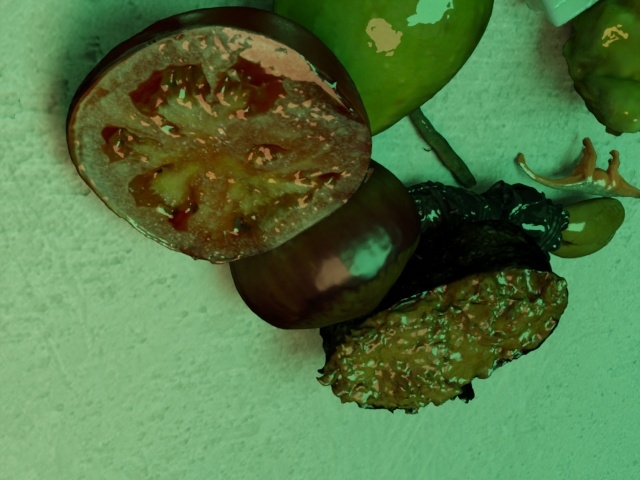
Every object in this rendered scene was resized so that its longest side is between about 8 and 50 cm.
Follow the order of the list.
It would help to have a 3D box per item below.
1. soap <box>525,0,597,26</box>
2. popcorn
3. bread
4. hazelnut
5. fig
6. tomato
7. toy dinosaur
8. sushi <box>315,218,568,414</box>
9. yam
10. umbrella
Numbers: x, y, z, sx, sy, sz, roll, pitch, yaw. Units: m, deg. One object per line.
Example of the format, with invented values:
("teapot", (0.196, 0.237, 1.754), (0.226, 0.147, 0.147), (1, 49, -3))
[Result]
("soap", (0.322, -0.428, 1.806), (0.145, 0.091, 0.230), (-36, 130, -1))
("popcorn", (0.498, -0.285, 1.932), (0.274, 0.279, 0.335), (-35, 155, 8))
("bread", (0.425, -0.018, 2.129), (0.189, 0.077, 0.114), (-14, 157, -44))
("hazelnut", (0.000, 0.000, 1.676), (0.251, 0.217, 0.217), (-37, 136, 8))
("fig", (0.063, -0.261, 1.565), (0.258, 0.258, 0.326), (-13, 135, -39))
("tomato", (-0.110, -0.142, 1.472), (0.338, 0.143, 0.338), (0, 134, 0))
("toy dinosaur", (0.424, -0.110, 2.096), (0.280, 0.055, 0.101), (17, 65, -22))
("sushi", (0.169, 0.120, 1.807), (0.349, 0.207, 0.234), (-23, 122, 6))
("yam", (0.163, -0.141, 1.878), (0.234, 0.029, 0.027), (45, 50, -44))
("umbrella", (0.227, -0.028, 1.906), (0.337, 0.154, 0.128), (13, 61, -47))
